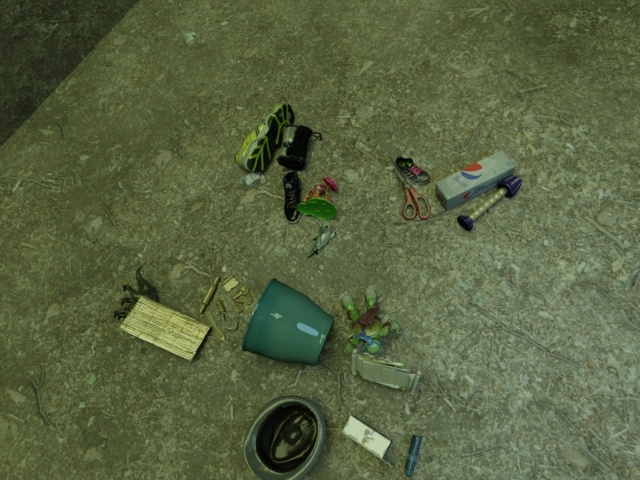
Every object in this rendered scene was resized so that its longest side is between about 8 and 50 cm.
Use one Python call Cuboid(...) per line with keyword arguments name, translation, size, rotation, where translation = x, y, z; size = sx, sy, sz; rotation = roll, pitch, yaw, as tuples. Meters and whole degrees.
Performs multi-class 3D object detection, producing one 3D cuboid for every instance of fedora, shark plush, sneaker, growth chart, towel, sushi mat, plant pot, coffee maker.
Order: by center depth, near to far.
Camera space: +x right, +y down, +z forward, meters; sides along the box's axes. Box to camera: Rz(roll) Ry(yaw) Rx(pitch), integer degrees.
Cuboid(name="towel", translation=(0.286, 0.666, 1.329), size=(0.029, 0.067, 0.120), rotation=(16, 71, 18))
Cuboid(name="growth chart", translation=(0.207, 0.424, 1.382), size=(0.237, 0.172, 0.021), rotation=(16, 46, 7))
Cuboid(name="fedora", translation=(-0.106, 0.648, 1.398), size=(0.243, 0.124, 0.275), rotation=(30, 68, 21))
Cuboid(name="plant pot", translation=(-0.100, 0.305, 1.492), size=(0.255, 0.272, 0.272), rotation=(23, 72, 5))
Cuboid(name="sushi mat", translation=(-0.595, 0.332, 1.643), size=(0.316, 0.019, 0.152), rotation=(22, 62, 6))
Cuboid(name="shark plush", translation=(0.000, 0.000, 1.726), size=(0.067, 0.073, 0.161), rotation=(28, 95, 43))
Cuboid(name="sneaker", translation=(0.369, -0.290, 1.740), size=(0.170, 0.075, 0.063), rotation=(36, 78, 24))
Cuboid(name="sneaker", translation=(-0.128, -0.189, 1.786), size=(0.079, 0.121, 0.217), rotation=(-4, 65, 12))
Cuboid(name="coffee maker", translation=(-0.094, -0.409, 1.880), size=(0.171, 0.120, 0.178), rotation=(2, 67, 13))
Cuboid(name="sneaker", translation=(-0.259, -0.485, 1.945), size=(0.147, 0.145, 0.385), rotation=(18, 64, 34))

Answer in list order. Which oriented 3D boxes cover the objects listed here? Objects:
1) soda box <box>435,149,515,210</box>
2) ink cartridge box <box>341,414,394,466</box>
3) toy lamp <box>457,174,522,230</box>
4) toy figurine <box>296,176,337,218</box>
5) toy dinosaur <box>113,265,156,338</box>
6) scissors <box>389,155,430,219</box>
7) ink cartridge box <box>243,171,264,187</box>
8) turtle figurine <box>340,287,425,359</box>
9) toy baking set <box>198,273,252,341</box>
Cuboid(name="soda box", translation=(0.590, -0.230, 1.648), size=(0.286, 0.098, 0.091), rotation=(-26, 63, 1))
Cuboid(name="ink cartridge box", translation=(0.165, 0.631, 1.353), size=(0.181, 0.104, 0.062), rotation=(27, 75, 22))
Cuboid(name="toy lamp", translation=(0.641, -0.145, 1.610), size=(0.274, 0.080, 0.080), rotation=(-40, 63, -3))
Cuboid(name="toy figurine", translation=(0.002, -0.188, 1.773), size=(0.173, 0.130, 0.159), rotation=(0, 54, 25))
Cuboid(name="toy dinosaur", translation=(-0.736, 0.264, 1.745), size=(0.160, 0.121, 0.314), rotation=(9, 57, -8))
Cuboid(name="scissors", translation=(0.356, -0.218, 1.713), size=(0.108, 0.021, 0.297), rotation=(-15, 74, 12))
Cuboid(name="ink cartridge box", translation=(-0.299, -0.281, 1.920), size=(0.083, 0.028, 0.048), rotation=(-36, 63, -5))
Cuboid(name="turtle figurine", translation=(0.173, 0.319, 1.496), size=(0.198, 0.274, 0.266), rotation=(-44, 34, 24))
Cuboid(name="toy baking set", translation=(-0.385, 0.257, 1.695), size=(0.196, 0.030, 0.256), rotation=(21, 73, 21))
